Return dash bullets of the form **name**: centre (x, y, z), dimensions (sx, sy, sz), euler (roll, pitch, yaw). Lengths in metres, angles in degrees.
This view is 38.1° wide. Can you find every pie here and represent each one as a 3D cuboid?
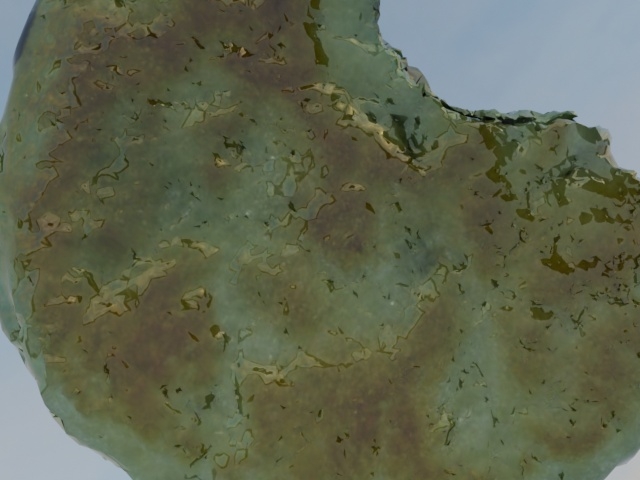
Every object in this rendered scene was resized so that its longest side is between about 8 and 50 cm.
- **pie**: centre (0.000, 0.000, 0.454), dimensions (0.296, 0.371, 0.078), euler (-49, 3, -3)
